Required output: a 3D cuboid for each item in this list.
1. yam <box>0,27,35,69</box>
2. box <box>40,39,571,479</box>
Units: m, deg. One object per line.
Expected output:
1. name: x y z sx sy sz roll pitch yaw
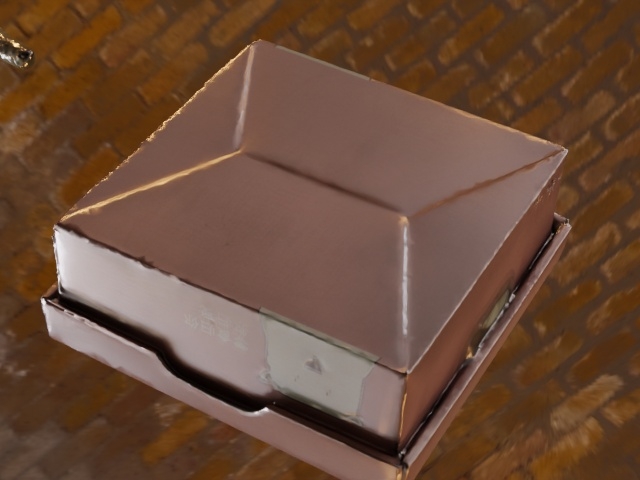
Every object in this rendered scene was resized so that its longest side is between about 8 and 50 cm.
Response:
1. yam: -0.277 -0.170 1.032 0.234 0.029 0.027 28 -73 46
2. box: 0.000 0.000 0.703 0.215 0.086 0.215 23 -135 20
